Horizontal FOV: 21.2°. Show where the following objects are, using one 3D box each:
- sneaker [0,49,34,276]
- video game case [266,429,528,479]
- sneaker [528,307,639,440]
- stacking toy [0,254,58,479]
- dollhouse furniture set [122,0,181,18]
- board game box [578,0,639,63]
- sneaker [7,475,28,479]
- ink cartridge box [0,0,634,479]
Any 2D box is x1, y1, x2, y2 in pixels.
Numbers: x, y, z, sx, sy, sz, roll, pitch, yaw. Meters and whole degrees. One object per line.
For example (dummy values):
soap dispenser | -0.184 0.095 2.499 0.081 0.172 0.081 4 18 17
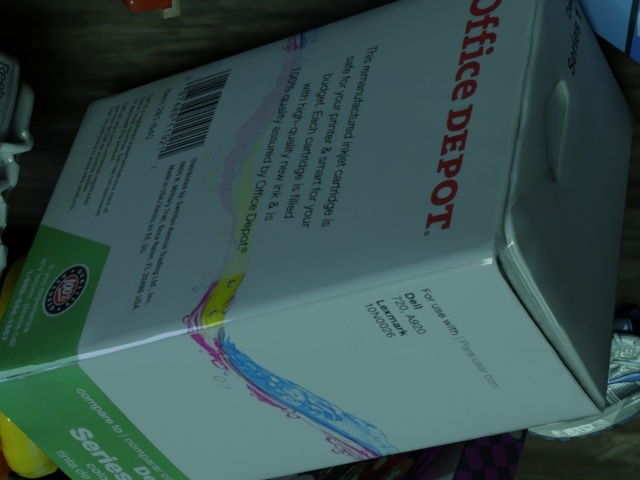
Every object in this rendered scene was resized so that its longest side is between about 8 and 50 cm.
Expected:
sneaker | -0.205 -0.032 0.861 0.129 0.297 0.111 -27 150 20
video game case | 0.020 0.124 0.902 0.210 0.232 0.042 -32 106 32
sneaker | 0.163 0.066 0.938 0.135 0.052 0.058 -18 105 19
stacking toy | -0.137 0.073 0.989 0.301 0.175 0.166 -1 118 2
dollhouse furniture set | -0.194 -0.155 0.780 0.259 0.262 0.135 -12 127 -21
board game box | 0.208 -0.196 0.761 0.145 0.027 0.281 35 125 -4
sneaker | -0.058 0.273 1.042 0.482 0.202 0.185 16 86 29
ink cartridge box | 0.000 0.000 0.828 0.278 0.201 0.117 -15 131 29
